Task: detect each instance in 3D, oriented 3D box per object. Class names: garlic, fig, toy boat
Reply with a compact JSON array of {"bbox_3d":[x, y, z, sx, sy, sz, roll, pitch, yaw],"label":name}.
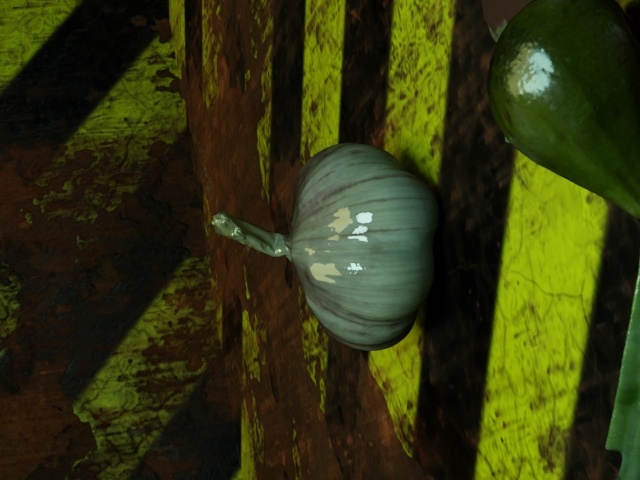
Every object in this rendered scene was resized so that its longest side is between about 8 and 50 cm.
[{"bbox_3d":[0.000,0.000,1.506,0.245,0.253,0.245,-177,90,-75],"label":"garlic"},{"bbox_3d":[0.191,-0.092,0.996,0.133,0.127,0.184,-46,47,54],"label":"fig"},{"bbox_3d":[0.245,0.105,0.948,0.055,0.093,0.293,37,135,45],"label":"toy boat"}]

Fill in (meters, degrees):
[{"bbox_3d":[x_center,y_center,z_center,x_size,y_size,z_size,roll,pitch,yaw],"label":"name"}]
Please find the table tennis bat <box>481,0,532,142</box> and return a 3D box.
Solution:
[{"bbox_3d":[0.174,-0.205,1.204,0.131,0.022,0.234,-160,66,-72],"label":"table tennis bat"}]
